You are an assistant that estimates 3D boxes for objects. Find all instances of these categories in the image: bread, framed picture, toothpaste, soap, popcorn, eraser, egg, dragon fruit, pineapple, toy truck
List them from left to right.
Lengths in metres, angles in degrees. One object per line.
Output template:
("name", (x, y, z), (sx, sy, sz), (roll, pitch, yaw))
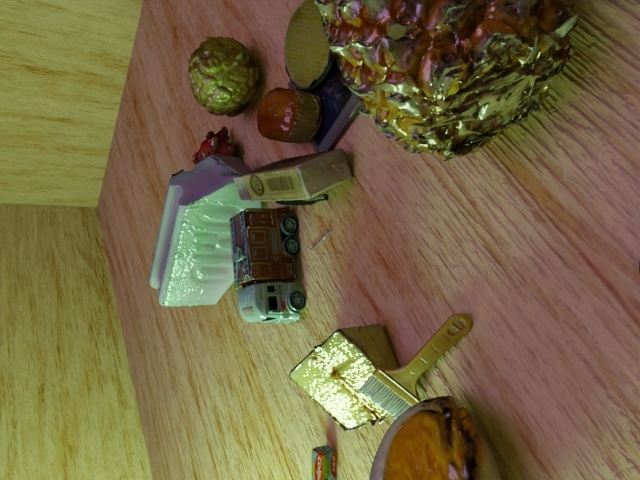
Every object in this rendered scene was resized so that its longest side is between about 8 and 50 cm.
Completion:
("soap", (-0.335, -0.027, 1.595), (0.156, 0.262, 0.445), (46, 125, 46))
("dragon fruit", (-0.330, -0.282, 1.714), (0.133, 0.150, 0.207), (-1, 57, 16))
("popcorn", (-0.300, -0.495, 1.620), (0.251, 0.206, 0.236), (-173, 70, -67))
("toy truck", (-0.148, 0.067, 1.404), (0.136, 0.162, 0.305), (-22, 71, 53))
("bread", (-0.086, -0.313, 1.343), (0.191, 0.114, 0.132), (12, 98, 50))
("eraser", (-0.079, -0.157, 1.318), (0.343, 0.144, 0.078), (4, 117, 55))
("bread", (-0.022, -0.482, 1.310), (0.229, 0.034, 0.228), (4, 94, 57))
("framed picture", (0.007, -0.363, 1.314), (0.209, 0.019, 0.281), (-52, 49, 42))
("toothpaste", (0.014, 0.593, 1.260), (0.070, 0.044, 0.193), (2, 91, 54))
("bread", (0.057, 0.306, 1.120), (0.240, 0.136, 0.178), (-48, 53, 41))
("pineapple", (0.179, -0.298, 0.773), (0.352, 0.353, 0.300), (-54, 52, 40))
("egg", (0.207, 0.418, 0.883), (0.264, 0.174, 0.286), (-41, 32, 47))

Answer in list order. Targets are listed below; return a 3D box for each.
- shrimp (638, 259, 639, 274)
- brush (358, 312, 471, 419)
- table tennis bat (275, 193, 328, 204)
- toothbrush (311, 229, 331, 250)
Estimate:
("shrimp", (0.490, 0.003, 0.556), (0.317, 0.077, 0.168), (-43, 65, 52))
("brush", (0.185, 0.229, 0.994), (0.103, 0.013, 0.272), (37, 118, 3))
("table tennis bat", (-0.043, -0.099, 1.320), (0.158, 0.095, 0.014), (-5, 82, 44))
("toothbrush", (0.000, 0.000, 1.325), (0.097, 0.008, 0.006), (-46, 39, 46))
